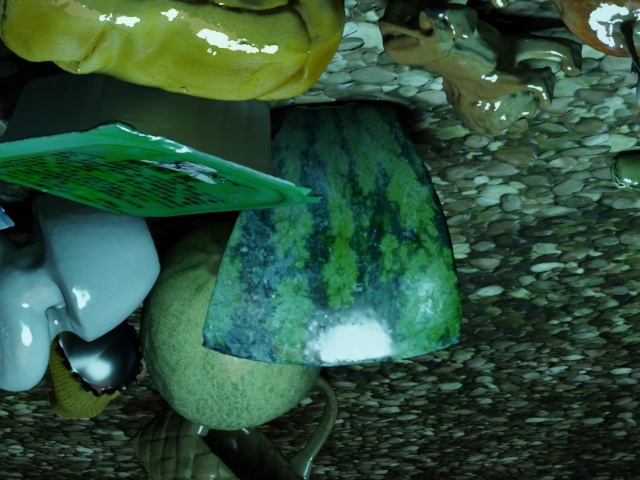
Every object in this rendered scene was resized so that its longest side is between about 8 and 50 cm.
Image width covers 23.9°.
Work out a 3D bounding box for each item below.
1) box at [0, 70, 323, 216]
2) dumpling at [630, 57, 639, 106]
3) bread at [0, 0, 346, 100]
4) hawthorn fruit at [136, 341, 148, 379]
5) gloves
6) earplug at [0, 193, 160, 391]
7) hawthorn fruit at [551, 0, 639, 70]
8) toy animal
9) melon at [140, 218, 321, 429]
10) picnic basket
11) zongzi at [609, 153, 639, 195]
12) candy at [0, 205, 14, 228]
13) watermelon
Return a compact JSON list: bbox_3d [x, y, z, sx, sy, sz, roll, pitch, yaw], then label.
[{"bbox_3d":[-0.186,-0.106,1.511,0.264,0.106,0.336,18,165,-41],"label":"box"},{"bbox_3d":[0.391,-0.160,1.512,0.150,0.092,0.176,11,156,-22],"label":"dumpling"},{"bbox_3d":[-0.130,-0.209,1.298,0.294,0.132,0.167,7,163,-25],"label":"bread"},{"bbox_3d":[-0.284,0.189,2.358,0.067,0.067,0.103,-13,168,25],"label":"hawthorn fruit"},{"bbox_3d":[-0.348,0.146,2.081,0.356,0.155,0.203,-11,117,55],"label":"gloves"},{"bbox_3d":[-0.338,0.055,1.839,0.325,0.214,0.175,-28,172,31],"label":"earplug"},{"bbox_3d":[0.245,-0.217,1.265,0.149,0.189,0.149,26,162,9],"label":"hawthorn fruit"},{"bbox_3d":[0.141,-0.176,1.459,0.157,0.097,0.312,-11,155,37],"label":"toy animal"},{"bbox_3d":[-0.108,0.106,1.915,0.248,0.248,0.329,0,152,-5],"label":"melon"},{"bbox_3d":[-0.107,0.332,2.505,0.337,0.337,0.293,-18,146,33],"label":"picnic basket"},{"bbox_3d":[0.406,-0.090,1.757,0.104,0.052,0.113,15,139,-25],"label":"zongzi"},{"bbox_3d":[-0.429,-0.037,1.773,0.136,0.038,0.088,-15,115,36],"label":"candy"},{"bbox_3d":[-0.015,-0.008,1.689,0.250,0.283,0.292,-3,-177,-26],"label":"watermelon"}]
